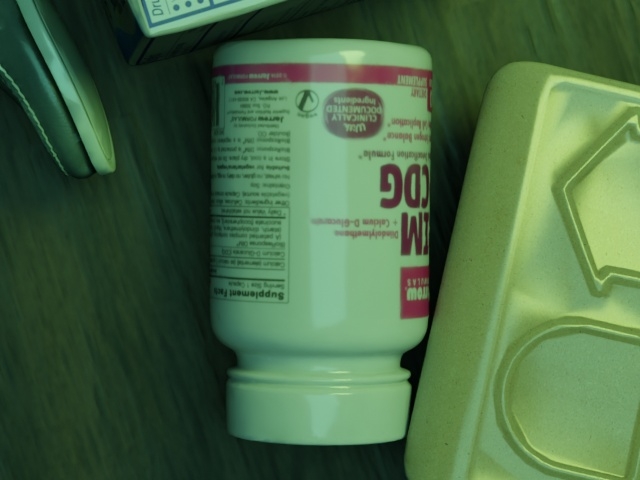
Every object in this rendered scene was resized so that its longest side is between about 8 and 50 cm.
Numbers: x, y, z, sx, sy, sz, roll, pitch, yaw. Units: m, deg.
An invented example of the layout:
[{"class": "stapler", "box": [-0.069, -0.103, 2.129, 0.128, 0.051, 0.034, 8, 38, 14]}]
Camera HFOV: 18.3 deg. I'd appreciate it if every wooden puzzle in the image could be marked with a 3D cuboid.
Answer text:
[{"class": "wooden puzzle", "box": [0.258, 0.062, 1.434, 0.348, 0.080, 0.322, 12, 81, 4]}]

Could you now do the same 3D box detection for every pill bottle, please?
[{"class": "pill bottle", "box": [0.000, 0.000, 1.442, 0.160, 0.160, 0.283, 1, 92, -8]}]

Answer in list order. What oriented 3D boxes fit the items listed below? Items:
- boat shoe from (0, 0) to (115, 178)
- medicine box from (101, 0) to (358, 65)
[{"class": "boat shoe", "box": [-0.254, -0.173, 1.435, 0.099, 0.116, 0.319, -30, 91, 2]}, {"class": "medicine box", "box": [-0.017, -0.236, 1.382, 0.289, 0.263, 0.149, -17, 93, -7]}]
